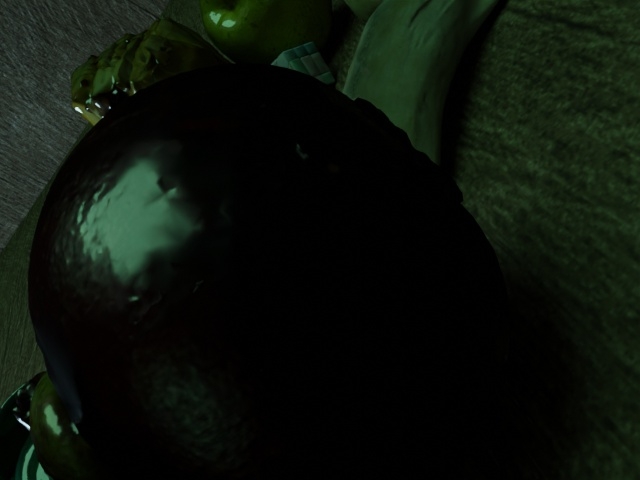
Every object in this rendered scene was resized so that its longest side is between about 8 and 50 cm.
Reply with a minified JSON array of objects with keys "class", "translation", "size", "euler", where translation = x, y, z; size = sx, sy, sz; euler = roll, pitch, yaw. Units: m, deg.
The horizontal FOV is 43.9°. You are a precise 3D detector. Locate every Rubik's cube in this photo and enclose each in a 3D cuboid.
[{"class":"Rubik's cube","translation":[-0.031,-0.207,1.042],"size":[0.073,0.075,0.084],"euler":[-28,76,48]}]

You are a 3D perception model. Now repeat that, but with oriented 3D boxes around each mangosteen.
[{"class":"mangosteen","translation":[-0.038,0.048,0.481],"size":[0.293,0.297,0.297],"euler":[-46,21,-16]}]

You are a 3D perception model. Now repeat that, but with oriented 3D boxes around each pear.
[{"class":"pear","translation":[-0.076,-0.324,1.121],"size":[0.198,0.198,0.198],"euler":[-42,29,30]}]

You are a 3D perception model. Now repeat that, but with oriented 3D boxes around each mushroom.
[{"class":"mushroom","translation":[0.081,-0.133,0.733],"size":[0.122,0.095,0.351],"euler":[10,65,26]}]

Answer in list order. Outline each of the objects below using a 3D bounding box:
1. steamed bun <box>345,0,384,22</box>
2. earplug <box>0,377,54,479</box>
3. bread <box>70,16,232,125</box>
[{"class":"steamed bun","translation":[0.091,-0.360,0.962],"size":[0.212,0.110,0.231],"euler":[-39,28,35]},{"class":"earplug","translation":[-0.291,0.278,0.914],"size":[0.280,0.163,0.258],"euler":[-153,58,-77]},{"class":"bread","translation":[-0.177,-0.175,1.053],"size":[0.167,0.277,0.324],"euler":[-49,22,6]}]
